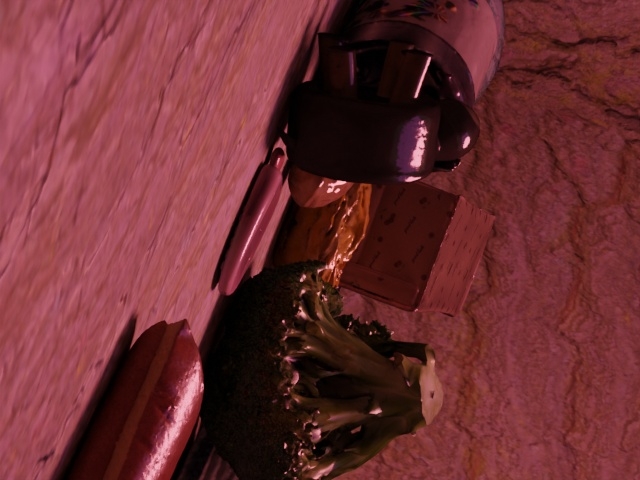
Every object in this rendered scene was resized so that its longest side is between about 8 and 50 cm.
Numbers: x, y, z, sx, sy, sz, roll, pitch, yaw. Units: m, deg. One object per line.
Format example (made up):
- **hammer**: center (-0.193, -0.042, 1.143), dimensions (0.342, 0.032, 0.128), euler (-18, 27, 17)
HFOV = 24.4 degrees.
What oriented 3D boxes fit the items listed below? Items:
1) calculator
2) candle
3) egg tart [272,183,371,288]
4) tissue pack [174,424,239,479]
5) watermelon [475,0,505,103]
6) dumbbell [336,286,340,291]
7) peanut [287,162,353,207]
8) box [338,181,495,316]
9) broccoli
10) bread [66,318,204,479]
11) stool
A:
- **calculator**: center (-0.067, -0.020, 1.514), dimensions (0.103, 0.024, 0.166), euler (98, 14, -74)
- **candle**: center (0.115, -0.229, 1.759), dimensions (0.330, 0.187, 0.187), euler (-65, 175, -48)
- **egg tart**: center (0.000, 0.000, 2.006), dimensions (0.241, 0.106, 0.241), euler (21, 90, -89)
- **tissue pack**: center (-0.167, 0.396, 1.839), dimensions (0.228, 0.103, 0.316), euler (104, 7, -54)
- **watermelon**: center (0.185, -0.284, 1.997), dimensions (0.175, 0.188, 0.322), euler (-38, -157, 55)
- **dumbbell**: center (0.065, -0.023, 2.506), dimensions (0.143, 0.143, 0.325), euler (-1, 112, -86)
- **peanut**: center (0.019, -0.108, 1.811), dimensions (0.104, 0.085, 0.228), euler (-50, -176, 26)
- **box**: center (0.112, -0.003, 2.263), dimensions (0.190, 0.225, 0.297), euler (-70, 163, 2)
- **broccoli**: center (-0.007, 0.161, 1.701), dimensions (0.308, 0.275, 0.308), euler (-3, 90, -72)
- **bread**: center (-0.142, 0.160, 1.119), dimensions (0.119, 0.067, 0.192), euler (104, 8, -64)
- **stool**: center (0.060, -0.137, 1.535), dimensions (0.228, 0.153, 0.139), euler (-14, 116, -52)
